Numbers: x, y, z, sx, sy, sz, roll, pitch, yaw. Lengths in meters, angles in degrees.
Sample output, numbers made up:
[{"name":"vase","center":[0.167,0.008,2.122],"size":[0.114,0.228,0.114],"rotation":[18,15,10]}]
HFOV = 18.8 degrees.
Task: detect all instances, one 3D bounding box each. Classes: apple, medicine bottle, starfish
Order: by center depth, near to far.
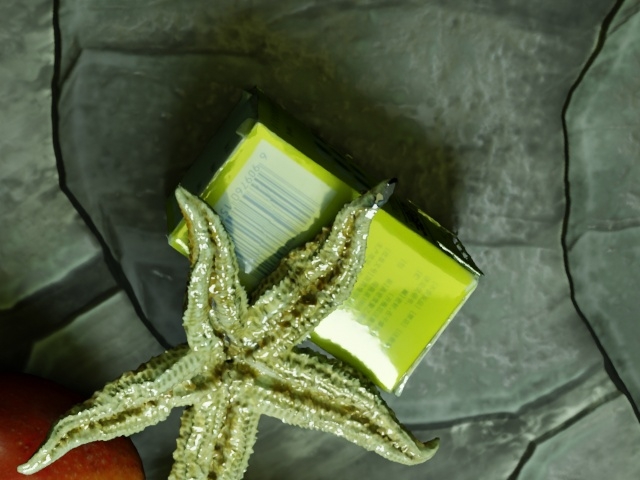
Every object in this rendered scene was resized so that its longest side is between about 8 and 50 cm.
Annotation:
[{"name":"starfish","center":[-0.080,0.099,1.575],"size":[0.358,0.078,0.347],"rotation":[-12,118,-14]},{"name":"apple","center":[-0.264,0.222,1.652],"size":[0.218,0.201,0.218],"rotation":[-30,131,-42]},{"name":"medicine bottle","center":[0.000,0.000,1.673],"size":[0.250,0.137,0.141],"rotation":[36,96,-13]}]
